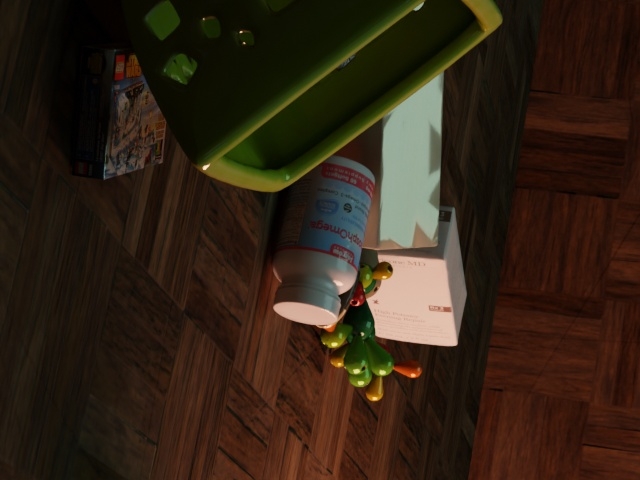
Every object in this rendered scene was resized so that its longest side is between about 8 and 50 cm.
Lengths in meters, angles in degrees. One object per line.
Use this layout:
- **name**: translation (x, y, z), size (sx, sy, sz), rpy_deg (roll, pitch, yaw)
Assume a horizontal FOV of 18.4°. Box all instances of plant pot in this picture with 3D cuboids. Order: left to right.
- **plant pot**: translation (-0.029, -0.185, 1.412), size (0.207, 0.227, 0.228), rpy_deg (55, 9, 9)

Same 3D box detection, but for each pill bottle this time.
- **pill bottle**: translation (0.000, 0.000, 2.006), size (0.087, 0.087, 0.160), rpy_deg (66, 33, -66)

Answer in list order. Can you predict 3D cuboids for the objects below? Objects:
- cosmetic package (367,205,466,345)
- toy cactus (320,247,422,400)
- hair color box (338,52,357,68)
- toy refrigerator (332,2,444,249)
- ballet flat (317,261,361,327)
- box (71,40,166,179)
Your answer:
- **cosmetic package**: translation (0.115, 0.042, 2.475), size (0.231, 0.117, 0.085), rpy_deg (72, 27, -60)
- **toy cactus**: translation (0.054, 0.073, 2.289), size (0.219, 0.112, 0.180), rpy_deg (71, 17, -50)
- **hair color box**: translation (-0.006, -0.149, 1.978), size (0.167, 0.053, 0.093), rpy_deg (-15, 112, -75)
- **toy refrigerator**: translation (0.069, -0.130, 2.097), size (0.094, 0.102, 0.269), rpy_deg (-4, 98, -37)
- **ballet flat**: translation (0.021, 0.015, 2.177), size (0.049, 0.057, 0.173), rpy_deg (69, 31, -70)
- **box**: translation (-0.144, -0.098, 1.452), size (0.137, 0.027, 0.094), rpy_deg (-28, 125, -75)
